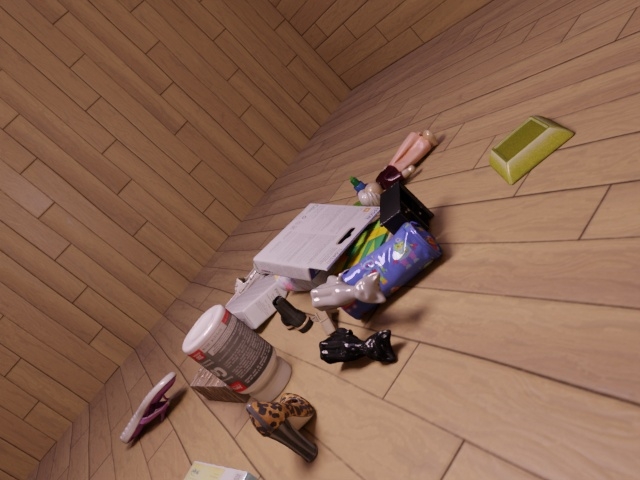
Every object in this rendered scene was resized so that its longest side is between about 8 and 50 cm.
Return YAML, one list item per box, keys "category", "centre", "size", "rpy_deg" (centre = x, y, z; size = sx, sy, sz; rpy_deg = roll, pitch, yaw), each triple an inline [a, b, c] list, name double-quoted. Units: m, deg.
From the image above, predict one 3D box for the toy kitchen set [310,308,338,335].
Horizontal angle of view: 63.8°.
- category: "toy kitchen set"
  centre: [0.018, 0.239, 1.475]
  size: [0.068, 0.075, 0.083]
  rpy_deg: [-37, -20, 21]

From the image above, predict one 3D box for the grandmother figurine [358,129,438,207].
- category: "grandmother figurine"
  centre: [0.266, -0.252, 1.858]
  size: [0.342, 0.104, 0.208]
  rpy_deg: [-47, 8, -7]

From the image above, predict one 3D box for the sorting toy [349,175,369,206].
- category: "sorting toy"
  centre: [0.093, -0.119, 1.924]
  size: [0.127, 0.126, 0.366]
  rpy_deg: [-30, 25, 45]

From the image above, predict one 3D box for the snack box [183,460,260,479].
- category: "snack box"
  centre: [-0.275, 0.642, 1.233]
  size: [0.322, 0.060, 0.187]
  rpy_deg: [-24, 28, 52]

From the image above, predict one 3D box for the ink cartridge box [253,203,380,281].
- category: "ink cartridge box"
  centre: [0.000, 0.000, 1.644]
  size: [0.330, 0.071, 0.324]
  rpy_deg: [8, 42, 42]

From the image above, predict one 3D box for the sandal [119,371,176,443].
- category: "sandal"
  centre: [-0.650, 0.667, 2.023]
  size: [0.416, 0.102, 0.169]
  rpy_deg: [-53, -2, 28]

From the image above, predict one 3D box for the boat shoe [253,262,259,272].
- category: "boat shoe"
  centre: [-0.163, 0.032, 2.216]
  size: [0.302, 0.114, 0.091]
  rpy_deg: [-34, -2, -7]

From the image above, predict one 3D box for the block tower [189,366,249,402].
- category: "block tower"
  centre: [-0.318, 0.463, 1.678]
  size: [0.335, 0.097, 0.091]
  rpy_deg: [-24, 28, 55]

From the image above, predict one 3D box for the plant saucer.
- category: "plant saucer"
  centre: [0.524, -0.247, 1.320]
  size: [0.188, 0.045, 0.188]
  rpy_deg: [-41, 18, 17]

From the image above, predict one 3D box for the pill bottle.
- category: "pill bottle"
  centre: [-0.228, 0.325, 1.440]
  size: [0.161, 0.283, 0.161]
  rpy_deg: [-41, 19, 17]

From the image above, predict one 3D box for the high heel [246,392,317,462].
- category: "high heel"
  centre: [-0.104, 0.380, 1.188]
  size: [0.093, 0.186, 0.261]
  rpy_deg: [-47, 17, -1]

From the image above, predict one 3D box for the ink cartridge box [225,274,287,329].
- category: "ink cartridge box"
  centre: [-0.211, 0.213, 2.048]
  size: [0.385, 0.091, 0.308]
  rpy_deg: [-38, 9, -33]

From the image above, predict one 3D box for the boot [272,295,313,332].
- category: "boot"
  centre: [-0.113, 0.220, 1.646]
  size: [0.077, 0.137, 0.198]
  rpy_deg: [-53, 18, -20]

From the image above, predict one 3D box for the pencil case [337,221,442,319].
- category: "pencil case"
  centre: [0.163, 0.075, 1.328]
  size: [0.306, 0.133, 0.119]
  rpy_deg: [-40, -21, 18]

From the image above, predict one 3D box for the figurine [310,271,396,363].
- category: "figurine"
  centre: [0.083, 0.182, 1.204]
  size: [0.092, 0.215, 0.209]
  rpy_deg: [-6, -5, -40]

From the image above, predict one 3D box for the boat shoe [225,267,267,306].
- category: "boat shoe"
  centre: [-0.339, 0.200, 2.290]
  size: [0.277, 0.096, 0.098]
  rpy_deg: [-46, 18, 4]

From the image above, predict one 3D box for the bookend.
- category: "bookend"
  centre: [0.239, -0.057, 1.404]
  size: [0.072, 0.156, 0.157]
  rpy_deg: [-38, 23, 29]

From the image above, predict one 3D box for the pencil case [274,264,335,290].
- category: "pencil case"
  centre: [-0.059, 0.115, 1.773]
  size: [0.113, 0.124, 0.273]
  rpy_deg: [-56, 18, -23]

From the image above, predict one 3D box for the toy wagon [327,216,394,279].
- category: "toy wagon"
  centre: [0.154, 0.019, 1.572]
  size: [0.267, 0.068, 0.344]
  rpy_deg: [-27, 27, 48]
